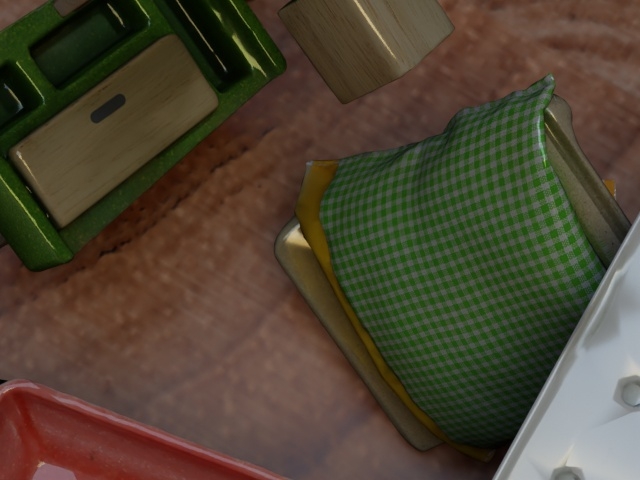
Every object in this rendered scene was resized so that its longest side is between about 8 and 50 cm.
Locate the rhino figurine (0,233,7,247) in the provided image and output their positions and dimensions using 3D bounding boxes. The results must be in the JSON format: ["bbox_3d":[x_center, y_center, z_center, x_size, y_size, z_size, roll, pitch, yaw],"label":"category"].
[{"bbox_3d":[-0.105,-0.095,0.937,0.073,0.106,0.243,30,76,10],"label":"rhino figurine"}]

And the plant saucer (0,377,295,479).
[{"bbox_3d":[-0.057,0.218,0.753,0.258,0.048,0.259,20,73,5],"label":"plant saucer"}]

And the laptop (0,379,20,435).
[{"bbox_3d":[-0.291,0.113,0.861,0.136,0.264,0.234,40,75,-26],"label":"laptop"}]

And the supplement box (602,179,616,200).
[{"bbox_3d":[0.092,-0.006,0.931,0.098,0.062,0.036,2,75,2],"label":"supplement box"}]

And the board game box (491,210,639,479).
[{"bbox_3d":[0.220,0.208,0.693,0.390,0.050,0.390,29,80,6],"label":"board game box"}]

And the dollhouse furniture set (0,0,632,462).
[{"bbox_3d":[0.000,0.000,0.802,0.151,0.197,0.301,-42,102,-31],"label":"dollhouse furniture set"}]
